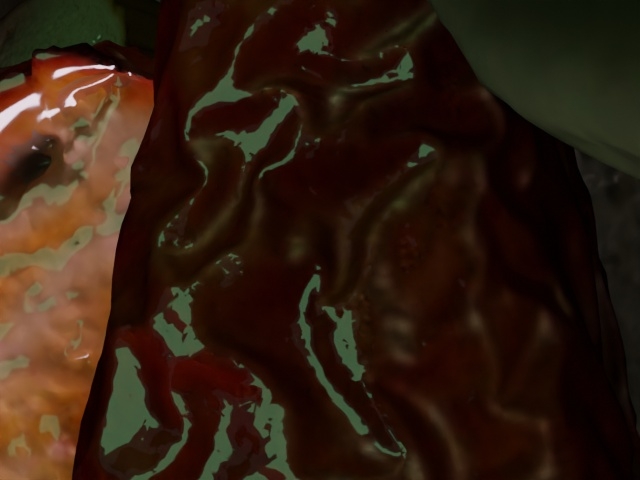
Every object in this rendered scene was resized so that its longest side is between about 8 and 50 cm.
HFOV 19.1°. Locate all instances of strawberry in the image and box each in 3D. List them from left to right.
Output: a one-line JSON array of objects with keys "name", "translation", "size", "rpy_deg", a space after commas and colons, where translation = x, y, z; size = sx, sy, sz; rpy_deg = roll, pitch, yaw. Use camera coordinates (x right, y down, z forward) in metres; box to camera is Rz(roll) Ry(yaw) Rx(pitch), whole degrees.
[{"name": "strawberry", "translation": [-0.172, 0.017, 0.875], "size": [0.253, 0.150, 0.280], "rpy_deg": [28, 101, 12]}]

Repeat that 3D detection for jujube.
[{"name": "jujube", "translation": [0.013, 0.038, 0.646], "size": [0.216, 0.216, 0.342], "rpy_deg": [-11, 74, 52]}]

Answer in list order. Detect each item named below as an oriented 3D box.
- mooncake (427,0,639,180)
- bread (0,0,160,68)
[{"name": "mooncake", "translation": [0.191, -0.162, 0.518], "size": [0.356, 0.194, 0.356], "rpy_deg": [-26, 55, 42]}, {"name": "bread", "translation": [-0.139, -0.031, 1.026], "size": [0.236, 0.070, 0.236], "rpy_deg": [-27, 55, 45]}]
